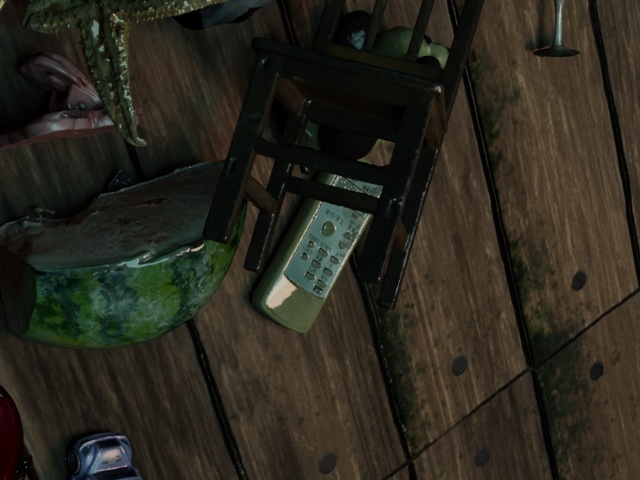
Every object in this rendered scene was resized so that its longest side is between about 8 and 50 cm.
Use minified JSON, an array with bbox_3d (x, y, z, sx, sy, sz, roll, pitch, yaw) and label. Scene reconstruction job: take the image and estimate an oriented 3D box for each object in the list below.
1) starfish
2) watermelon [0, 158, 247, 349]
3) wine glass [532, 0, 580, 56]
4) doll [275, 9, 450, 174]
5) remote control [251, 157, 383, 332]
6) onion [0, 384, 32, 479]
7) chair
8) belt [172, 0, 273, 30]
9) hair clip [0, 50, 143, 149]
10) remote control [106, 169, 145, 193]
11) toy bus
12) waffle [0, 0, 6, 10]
[{"bbox_3d":[-0.197,-0.248,1.618,0.231,0.048,0.295,-23,87,10],"label":"starfish"},{"bbox_3d":[-0.195,0.015,1.773,0.305,0.224,0.180,-21,80,-30],"label":"watermelon"},{"bbox_3d":[0.316,-0.345,2.142,0.066,0.066,0.198,-15,112,-36],"label":"wine glass"},{"bbox_3d":[0.054,-0.181,1.930,0.234,0.143,0.135,-40,159,-22],"label":"doll"},{"bbox_3d":[0.000,0.000,2.004,0.098,0.038,0.233,35,81,-42],"label":"remote control"},{"bbox_3d":[-0.421,0.257,1.598,0.314,0.232,0.314,-63,176,-7],"label":"onion"},{"bbox_3d":[0.043,-0.160,1.711,0.240,0.203,0.416,46,60,-76],"label":"chair"},{"bbox_3d":[-0.094,-0.373,1.702,0.164,0.184,0.289,-25,125,-38],"label":"belt"},{"bbox_3d":[-0.262,-0.123,1.694,0.138,0.123,0.102,31,63,-38],"label":"hair clip"},{"bbox_3d":[-0.206,-0.051,1.825,0.091,0.016,0.034,35,93,-42],"label":"remote control"},{"bbox_3d":[-0.249,0.310,1.871,0.073,0.076,0.167,-7,109,-39],"label":"toy bus"},{"bbox_3d":[-0.347,-0.305,1.521,0.283,0.065,0.309,-34,139,-43],"label":"waffle"}]
